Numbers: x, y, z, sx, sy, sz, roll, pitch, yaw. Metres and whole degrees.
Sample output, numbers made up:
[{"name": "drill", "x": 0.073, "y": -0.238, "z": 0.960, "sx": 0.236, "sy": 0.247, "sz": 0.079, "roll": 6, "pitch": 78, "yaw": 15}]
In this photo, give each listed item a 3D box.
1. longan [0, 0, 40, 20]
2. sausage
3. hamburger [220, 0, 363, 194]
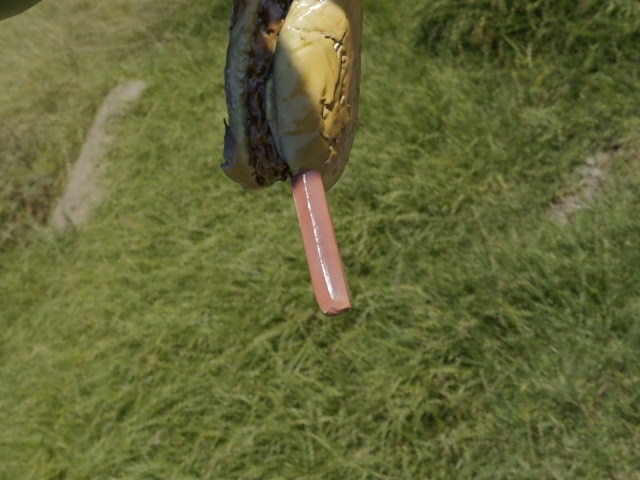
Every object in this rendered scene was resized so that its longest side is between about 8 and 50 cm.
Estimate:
[{"name": "longan", "x": -0.320, "y": -0.327, "z": 0.806, "sx": 0.297, "sy": 0.297, "sz": 0.297, "roll": -36, "pitch": 34, "yaw": 29}, {"name": "sausage", "x": -0.001, "y": 0.000, "z": 0.868, "sx": 0.030, "sy": 0.035, "sz": 0.147, "roll": -14, "pitch": 68, "yaw": 5}, {"name": "hamburger", "x": -0.024, "y": -0.189, "z": 1.017, "sx": 0.144, "sy": 0.283, "sz": 0.259, "roll": 0, "pitch": 20, "yaw": 6}]
